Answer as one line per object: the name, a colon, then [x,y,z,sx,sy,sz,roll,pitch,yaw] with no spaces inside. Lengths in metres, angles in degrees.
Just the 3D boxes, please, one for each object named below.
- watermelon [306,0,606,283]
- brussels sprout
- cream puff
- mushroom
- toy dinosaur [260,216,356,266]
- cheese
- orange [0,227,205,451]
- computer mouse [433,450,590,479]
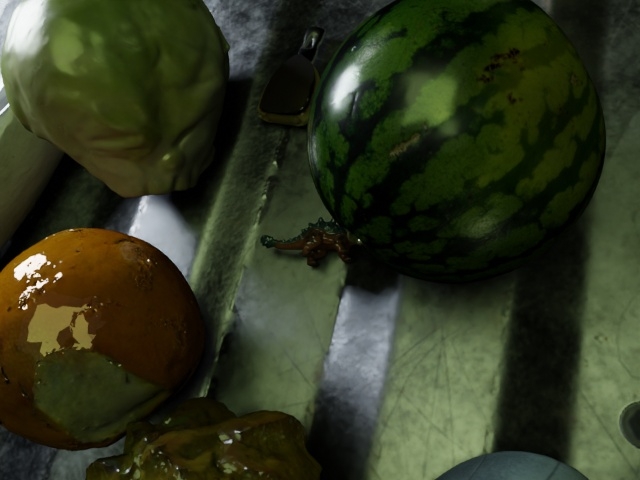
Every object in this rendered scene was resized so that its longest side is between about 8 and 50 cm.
watermelon: [0.125,-0.101,0.532,0.286,0.285,0.284,-6,68,15]
brussels sprout: [-0.266,-0.214,0.716,0.243,0.274,0.316,-8,71,56]
cream puff: [-0.110,0.257,0.490,0.245,0.244,0.195,6,98,19]
mushroom: [-0.510,-0.061,0.797,0.178,0.126,0.396,12,71,42]
toy dinosaur: [0.000,0.000,0.658,0.154,0.049,0.055,-2,71,10]
cheese: [-0.031,-0.241,0.771,0.087,0.036,0.162,11,72,23]
orange: [-0.247,0.106,0.586,0.240,0.240,0.239,-6,68,15]
computer mouse: [0.101,0.334,0.462,0.371,0.122,0.188,-39,63,3]
